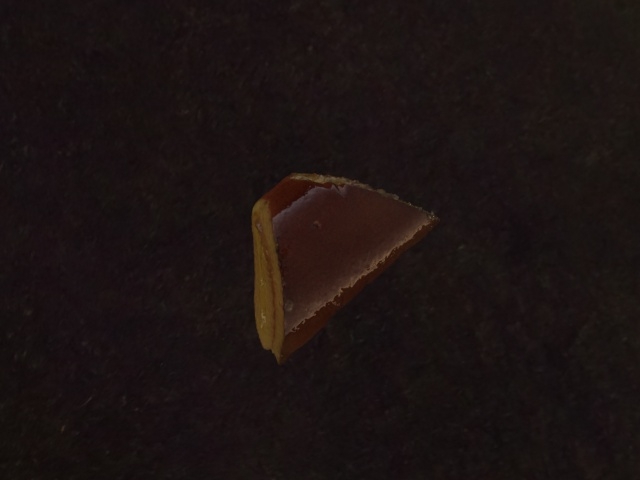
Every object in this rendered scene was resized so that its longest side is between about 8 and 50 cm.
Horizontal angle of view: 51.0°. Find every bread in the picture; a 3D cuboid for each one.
[{"bbox_3d":[0.000,0.000,0.570,0.192,0.067,0.119,-43,101,-18],"label":"bread"}]
